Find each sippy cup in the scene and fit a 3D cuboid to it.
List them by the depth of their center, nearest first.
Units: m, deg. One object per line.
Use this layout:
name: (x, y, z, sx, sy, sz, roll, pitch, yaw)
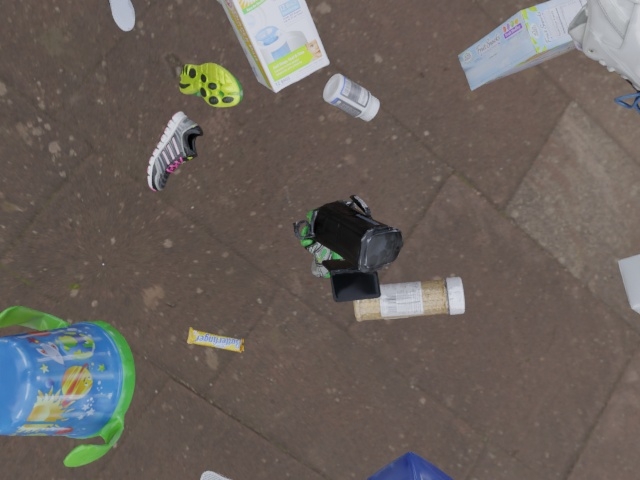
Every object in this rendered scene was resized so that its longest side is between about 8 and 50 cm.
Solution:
sippy cup: (-0.512, 0.265, 1.106, 0.305, 0.224, 0.240, 10, 86, 26)

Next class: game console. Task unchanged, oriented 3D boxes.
game console: (0.073, 0.092, 1.425, 0.122, 0.107, 0.071, -3, 109, -19)

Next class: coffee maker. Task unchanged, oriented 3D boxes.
coffee maker: (0.064, -0.004, 1.297, 0.171, 0.178, 0.120, -31, 126, -21)

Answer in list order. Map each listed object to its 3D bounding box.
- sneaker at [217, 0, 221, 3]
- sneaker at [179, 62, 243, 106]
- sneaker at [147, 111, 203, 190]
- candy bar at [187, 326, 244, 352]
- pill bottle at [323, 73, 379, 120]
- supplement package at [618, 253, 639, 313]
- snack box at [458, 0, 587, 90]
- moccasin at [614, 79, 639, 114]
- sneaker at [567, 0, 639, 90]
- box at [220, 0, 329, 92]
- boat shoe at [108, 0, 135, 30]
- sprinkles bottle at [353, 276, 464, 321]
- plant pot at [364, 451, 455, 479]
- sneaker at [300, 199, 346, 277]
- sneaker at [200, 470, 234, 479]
sneaker: (-0.090, -0.676, 1.394, 0.384, 0.145, 0.147, -32, 70, 16)
sneaker: (-0.283, -0.431, 1.614, 0.123, 0.295, 0.109, -5, 113, -36)
sneaker: (-0.292, -0.173, 1.198, 0.075, 0.063, 0.170, 24, 90, 5)
candy bar: (-0.265, 0.255, 1.503, 0.161, 0.018, 0.040, 19, 59, -33)
pill bottle: (0.082, -0.369, 1.533, 0.137, 0.078, 0.078, 22, 80, -31)
supplement package: (0.673, 0.070, 1.094, 0.105, 0.179, 0.105, 24, 54, -40)
snack box: (0.345, -0.315, 0.901, 0.207, 0.174, 0.070, -25, 94, -17)
moccasin: (0.514, -0.272, 0.918, 0.117, 0.138, 0.342, -13, 79, -18)
sneaker: (0.392, -0.238, 0.698, 0.305, 0.152, 0.114, 51, 59, -28)
box: (-0.086, -0.371, 0.987, 0.114, 0.103, 0.203, -30, 123, -8)
boat shoe: (-0.451, -0.540, 1.312, 0.049, 0.040, 0.142, -20, 117, -13)
sprinkles bottle: (0.289, 0.194, 1.941, 0.355, 0.121, 0.121, -6, 90, 10)
plant pot: (0.129, 0.471, 0.788, 0.236, 0.212, 0.236, -43, 114, 16)
sneaker: (0.000, 0.000, 1.865, 0.146, 0.343, 0.134, -8, 52, -13)
sneaker: (-0.217, 0.582, 1.378, 0.134, 0.070, 0.051, 29, 66, 6)
